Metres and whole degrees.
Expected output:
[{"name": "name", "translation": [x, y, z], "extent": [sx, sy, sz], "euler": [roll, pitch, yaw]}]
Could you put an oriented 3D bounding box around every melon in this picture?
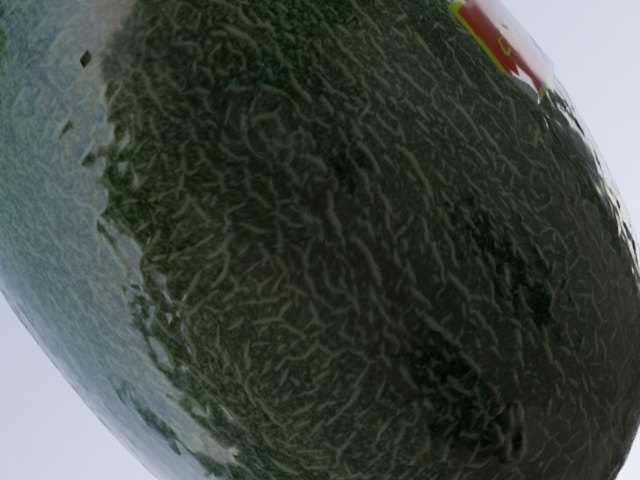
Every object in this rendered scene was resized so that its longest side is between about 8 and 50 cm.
[{"name": "melon", "translation": [0.000, 0.000, 0.473], "extent": [0.182, 0.182, 0.288], "euler": [-43, -80, -27]}]
